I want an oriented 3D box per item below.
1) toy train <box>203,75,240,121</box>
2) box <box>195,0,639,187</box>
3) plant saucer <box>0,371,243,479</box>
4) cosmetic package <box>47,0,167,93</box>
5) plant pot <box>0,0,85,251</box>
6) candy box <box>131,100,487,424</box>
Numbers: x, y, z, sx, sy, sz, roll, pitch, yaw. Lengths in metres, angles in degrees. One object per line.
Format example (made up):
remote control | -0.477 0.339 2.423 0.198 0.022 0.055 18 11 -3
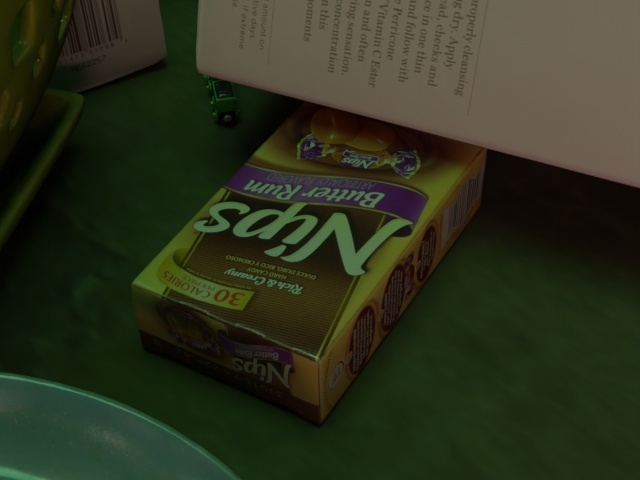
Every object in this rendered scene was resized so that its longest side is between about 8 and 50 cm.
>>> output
toy train | -0.065 -0.106 0.807 0.017 0.023 0.083 -9 44 -7
box | 0.135 -0.157 0.712 0.345 0.168 0.215 17 27 19
plant saucer | -0.147 0.169 0.424 0.318 0.043 0.317 5 40 -4
cosmetic package | -0.206 -0.191 0.863 0.117 0.085 0.231 -22 44 -19
plant pot | -0.250 -0.092 0.657 0.228 0.207 0.227 8 40 8
candy box | 0.000 0.000 0.671 0.109 0.053 0.186 20 48 22
